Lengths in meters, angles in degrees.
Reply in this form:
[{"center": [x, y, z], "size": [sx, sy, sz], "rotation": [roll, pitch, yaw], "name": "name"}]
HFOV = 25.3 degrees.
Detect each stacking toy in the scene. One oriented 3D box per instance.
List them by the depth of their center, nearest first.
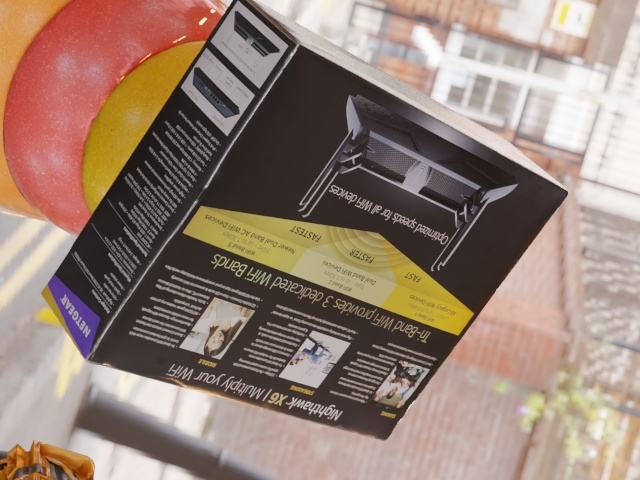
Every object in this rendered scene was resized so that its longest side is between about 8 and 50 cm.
[{"center": [-0.135, -0.083, 1.292], "size": [0.480, 0.351, 0.350], "rotation": [41, -54, 42], "name": "stacking toy"}]

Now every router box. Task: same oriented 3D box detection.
[{"center": [0.000, 0.000, 0.994], "size": [0.309, 0.081, 0.243], "rotation": [23, 107, -45], "name": "router box"}]

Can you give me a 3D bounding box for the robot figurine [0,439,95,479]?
[{"center": [-0.130, 0.242, 1.026], "size": [0.085, 0.291, 0.211], "rotation": [-49, -152, 18], "name": "robot figurine"}]
